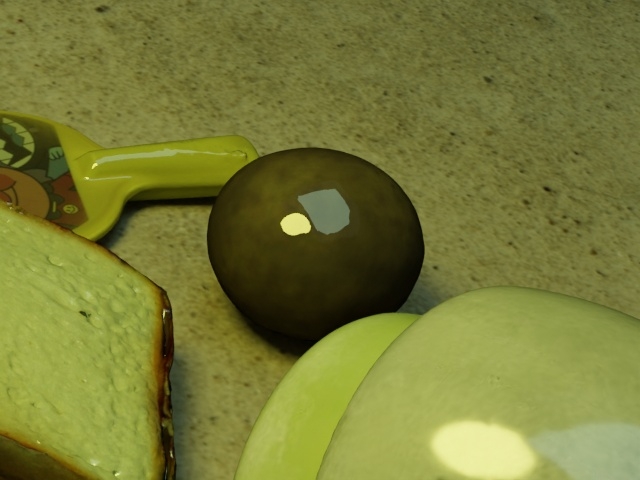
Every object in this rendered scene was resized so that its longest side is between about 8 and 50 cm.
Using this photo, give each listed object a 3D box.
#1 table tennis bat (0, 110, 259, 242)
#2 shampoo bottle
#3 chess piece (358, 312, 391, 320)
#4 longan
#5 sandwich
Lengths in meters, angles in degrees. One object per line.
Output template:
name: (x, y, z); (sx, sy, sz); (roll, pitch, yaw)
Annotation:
table tennis bat: (-0.226, -0.055, 1.618); (0.368, 0.054, 0.224); (-4, 37, -21)
shampoo bottle: (0.126, 0.191, 1.101); (0.317, 0.322, 0.322); (10, 24, 40)
chess piece: (0.036, 0.092, 1.460); (0.083, 0.084, 0.038); (-11, 61, -34)
longan: (0.000, 0.000, 1.521); (0.185, 0.159, 0.204); (22, 18, 29)
sandwich: (-0.231, 0.087, 1.297); (0.271, 0.099, 0.301); (28, 25, -21)
